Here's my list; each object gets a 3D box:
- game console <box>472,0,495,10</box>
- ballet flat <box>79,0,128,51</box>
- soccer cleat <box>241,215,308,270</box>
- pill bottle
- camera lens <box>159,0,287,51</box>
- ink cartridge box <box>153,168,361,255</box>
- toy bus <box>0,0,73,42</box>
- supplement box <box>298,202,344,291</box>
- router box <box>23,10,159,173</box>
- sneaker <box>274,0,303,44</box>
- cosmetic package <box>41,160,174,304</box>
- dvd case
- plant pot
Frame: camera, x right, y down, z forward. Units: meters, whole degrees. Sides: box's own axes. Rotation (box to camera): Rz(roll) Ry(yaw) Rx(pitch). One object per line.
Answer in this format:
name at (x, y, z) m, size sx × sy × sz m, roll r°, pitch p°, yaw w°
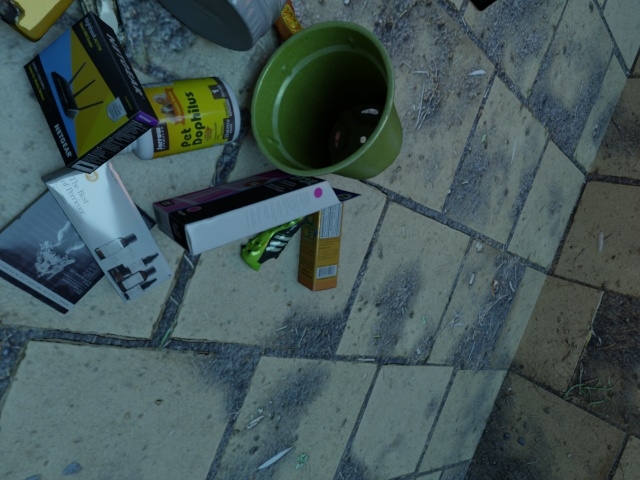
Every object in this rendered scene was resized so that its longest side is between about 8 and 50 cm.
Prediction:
game console at (0.461, -0.833, 1.084) m, size 0.213 × 0.044 × 0.361 m, roll 17°, pitch 95°, yaw -43°
ballet flat at (-0.326, -0.366, 0.603) m, size 0.070 × 0.070 × 0.188 m, roll -24°, pitch 119°, yaw -31°
soccer cleat at (-0.098, -0.004, 0.924) m, size 0.179 × 0.060 × 0.072 m, roll -39°, pitch 136°, yaw -14°
pill bottle at (-0.253, -0.203, 0.683) m, size 0.215 × 0.117 × 0.117 m, roll -22°, pitch 118°, yaw -31°
camera lens at (-0.123, -0.472, 0.625) m, size 0.219 × 0.219 × 0.274 m, roll 31°, pitch 85°, yaw -41°
ink cartridge box at (-0.114, -0.078, 0.800) m, size 0.371 × 0.176 × 0.069 m, roll -20°, pitch 117°, yaw -32°
toy bus at (-0.453, -0.385, 0.450) m, size 0.333 × 0.130 × 0.108 m, roll 41°, pitch 78°, yaw -40°
supplement box at (0.000, 0.000, 0.985) m, size 0.080 × 0.078 × 0.233 m, roll -4°, pitch 108°, yaw -34°
router box at (-0.321, -0.204, 0.570) m, size 0.133 × 0.179 × 0.046 m, roll -32°, pitch 168°, yaw 10°
sneaker at (-0.058, -0.419, 0.798) m, size 0.064 × 0.067 × 0.175 m, roll -39°, pitch 124°, yaw -20°
cosmetic package at (-0.347, -0.016, 0.688) m, size 0.099 × 0.060 × 0.239 m, roll -35°, pitch 125°, yaw -27°
dvd case at (-0.416, -0.004, 0.689) m, size 0.221 × 0.018 × 0.164 m, roll -50°, pitch 130°, yaw -15°
plant pot at (0.047, -0.234, 0.818) m, size 0.254 × 0.276 × 0.276 m, roll 13°, pitch 98°, yaw -64°
